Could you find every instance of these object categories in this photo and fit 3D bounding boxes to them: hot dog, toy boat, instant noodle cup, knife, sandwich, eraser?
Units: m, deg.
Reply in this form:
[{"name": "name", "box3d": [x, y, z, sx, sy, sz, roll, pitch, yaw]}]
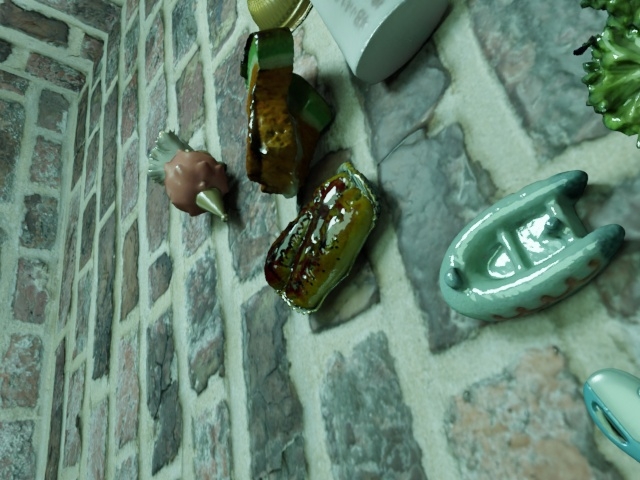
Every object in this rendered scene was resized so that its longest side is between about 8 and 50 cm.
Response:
[{"name": "hot dog", "box3d": [0.000, 0.000, 0.837, 0.270, 0.082, 0.162, -55, 43, 22]}, {"name": "toy boat", "box3d": [0.217, 0.012, 0.569, 0.208, 0.079, 0.134, -39, 53, 35]}, {"name": "instant noodle cup", "box3d": [-0.100, -0.593, 1.153, 0.274, 0.091, 0.274, -21, 62, 47]}, {"name": "knife", "box3d": [0.311, 0.201, 0.425, 0.064, 0.031, 0.222, -51, 47, 22]}, {"name": "sandwich", "box3d": [-0.061, -0.225, 0.934, 0.250, 0.162, 0.301, 161, 106, -79]}, {"name": "eraser", "box3d": [0.084, -0.407, 0.861, 0.174, 0.095, 0.270, -45, 47, 29]}]

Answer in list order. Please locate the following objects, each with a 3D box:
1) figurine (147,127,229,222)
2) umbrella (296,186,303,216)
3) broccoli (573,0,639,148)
[{"name": "figurine", "box3d": [-0.299, -0.155, 1.212, 0.387, 0.166, 0.207, 35, 140, 48]}, {"name": "umbrella", "box3d": [-0.040, -0.095, 0.973, 0.022, 0.013, 0.122, 0, 76, 31]}, {"name": "broccoli", "box3d": [0.389, -0.261, 0.317, 0.397, 0.275, 0.353, 20, 137, 62]}]
